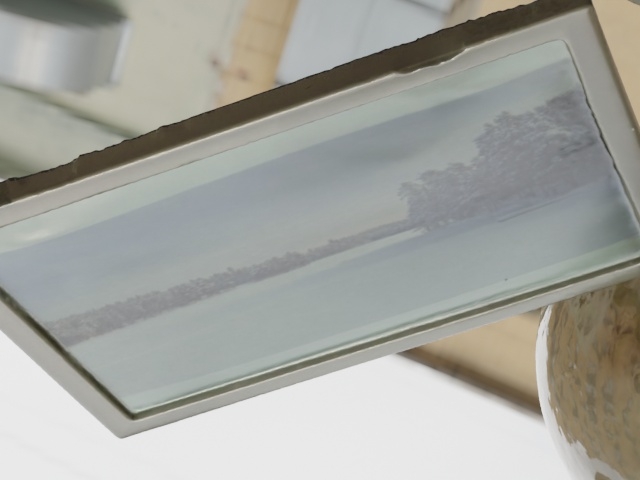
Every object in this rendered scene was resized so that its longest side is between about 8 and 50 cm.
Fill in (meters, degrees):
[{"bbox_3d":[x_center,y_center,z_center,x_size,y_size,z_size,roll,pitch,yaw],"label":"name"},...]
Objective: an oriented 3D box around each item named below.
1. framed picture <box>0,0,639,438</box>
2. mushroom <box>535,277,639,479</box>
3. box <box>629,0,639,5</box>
[{"bbox_3d":[0.000,0.000,0.834,0.289,0.213,0.016,-18,-123,12],"label":"framed picture"},{"bbox_3d":[0.302,0.072,1.037,0.362,0.294,0.362,24,-171,-4],"label":"mushroom"},{"bbox_3d":[0.160,-0.052,0.413,0.365,0.051,0.204,33,179,30],"label":"box"}]
